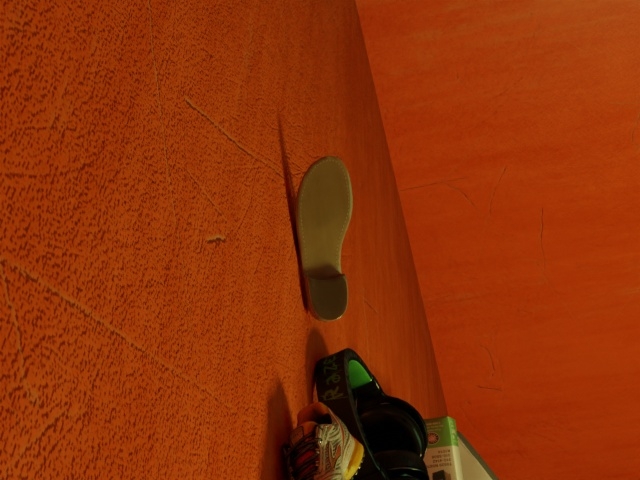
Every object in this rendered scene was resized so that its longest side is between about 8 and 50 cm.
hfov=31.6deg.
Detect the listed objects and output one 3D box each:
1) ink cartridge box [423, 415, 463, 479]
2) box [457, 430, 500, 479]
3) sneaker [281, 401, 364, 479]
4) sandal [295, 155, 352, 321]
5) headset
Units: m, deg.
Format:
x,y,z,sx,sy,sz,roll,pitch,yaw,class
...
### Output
x,y,z,sx,sy,sz,roll,pitch,yaw,class
0.164,0.422,1.934,0.092,0.160,0.219,47,34,-72,ink cartridge box
0.261,0.496,2.190,0.215,0.168,0.345,51,1,17,box
-0.014,0.265,1.297,0.092,0.088,0.225,57,15,-13,sneaker
-0.006,0.000,1.660,0.079,0.088,0.240,164,-75,-68,sandal
0.074,0.348,1.673,0.394,0.185,0.243,60,13,-23,headset
